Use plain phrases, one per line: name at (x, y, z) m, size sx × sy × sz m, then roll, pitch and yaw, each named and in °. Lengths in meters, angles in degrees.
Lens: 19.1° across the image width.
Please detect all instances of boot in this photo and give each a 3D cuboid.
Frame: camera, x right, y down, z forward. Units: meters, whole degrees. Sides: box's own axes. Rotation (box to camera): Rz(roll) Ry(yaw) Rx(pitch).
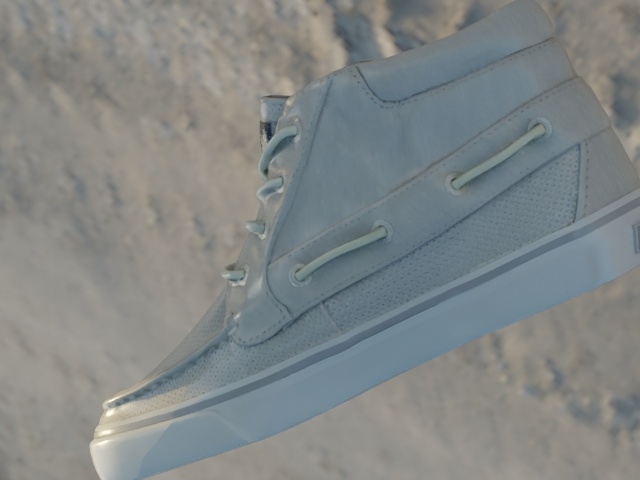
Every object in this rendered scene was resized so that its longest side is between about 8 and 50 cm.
boot at (0.000, 0.000, 0.769) m, size 0.123 × 0.258 × 0.095 m, roll 64°, pitch -164°, yaw 1°
